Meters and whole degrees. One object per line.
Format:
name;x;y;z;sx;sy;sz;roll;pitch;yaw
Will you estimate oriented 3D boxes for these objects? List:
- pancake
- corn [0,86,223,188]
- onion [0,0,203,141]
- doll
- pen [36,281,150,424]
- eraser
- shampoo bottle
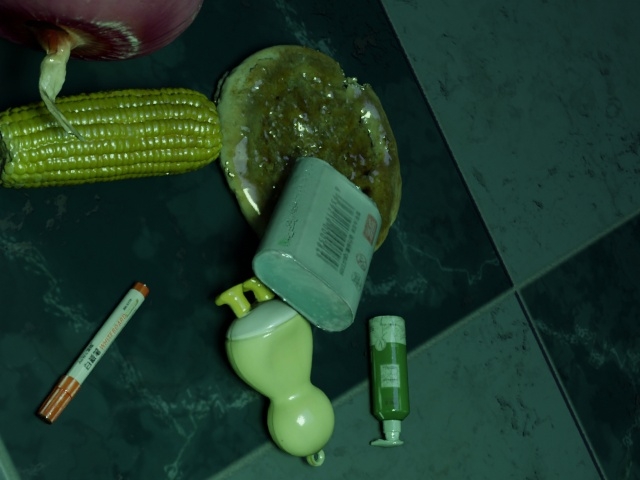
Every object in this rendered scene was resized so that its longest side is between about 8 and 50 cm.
pancake;-0.011;-0.148;1.693;0.382;0.071;0.382;12;68;-34
corn;-0.294;-0.141;1.438;0.344;0.131;0.131;-13;82;-39
onion;-0.338;-0.352;1.336;0.358;0.358;0.345;43;71;-18
doll;-0.060;0.194;1.518;0.141;0.117;0.296;-27;105;-46
pen;-0.301;0.146;1.394;0.028;0.028;0.239;45;52;-17
eraser;0.000;0.000;1.523;0.174;0.081;0.227;38;40;-16
shampoo bottle;0.108;0.226;1.661;0.065;0.065;0.205;11;68;-35
